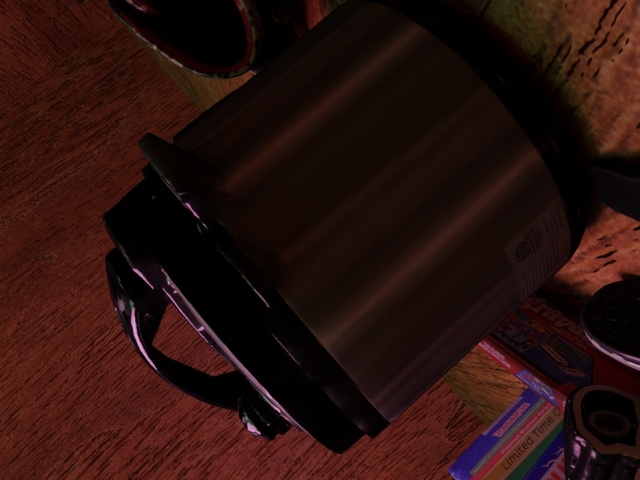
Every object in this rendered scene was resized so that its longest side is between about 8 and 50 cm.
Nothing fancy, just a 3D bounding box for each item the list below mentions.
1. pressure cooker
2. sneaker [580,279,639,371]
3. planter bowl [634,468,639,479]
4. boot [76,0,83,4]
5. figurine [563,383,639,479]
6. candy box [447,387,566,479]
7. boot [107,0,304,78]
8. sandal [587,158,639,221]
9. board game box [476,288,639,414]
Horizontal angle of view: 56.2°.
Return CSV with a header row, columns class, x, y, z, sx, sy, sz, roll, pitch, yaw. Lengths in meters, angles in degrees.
class,x,y,z,sx,sy,sz,roll,pitch,yaw
pressure cooker,0.003,0.002,0.626,0.370,0.420,0.375,49,175,-8
sneaker,0.337,0.116,0.536,0.097,0.084,0.234,50,175,-27
planter bowl,0.423,0.261,0.710,0.162,0.109,0.162,47,174,7
boot,-0.217,-0.382,0.560,0.348,0.260,0.131,41,-178,33
figurine,0.337,0.253,0.582,0.092,0.214,0.210,-65,-24,-55
candy box,0.399,0.386,0.904,0.317,0.268,0.122,48,171,2
boot,-0.182,-0.338,0.730,0.377,0.138,0.284,46,-163,-11
sandal,0.257,-0.034,0.436,0.067,0.040,0.179,56,-174,-18
board game box,0.277,0.121,0.754,0.281,0.145,0.027,-141,42,-56
